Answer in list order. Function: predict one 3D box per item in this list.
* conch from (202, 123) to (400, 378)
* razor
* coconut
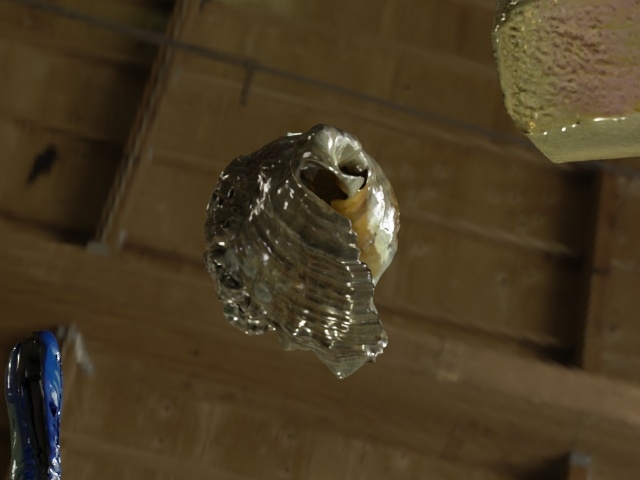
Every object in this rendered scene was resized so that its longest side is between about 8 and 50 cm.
[{"bbox_3d":[0.000,0.000,1.250,0.163,0.245,0.178,-35,-101,-13],"label":"conch"},{"bbox_3d":[-0.125,0.147,0.789,0.056,0.093,0.324,-16,-143,-5],"label":"razor"},{"bbox_3d":[0.282,-0.187,1.489,0.245,0.233,0.233,-10,-138,30],"label":"coconut"}]
